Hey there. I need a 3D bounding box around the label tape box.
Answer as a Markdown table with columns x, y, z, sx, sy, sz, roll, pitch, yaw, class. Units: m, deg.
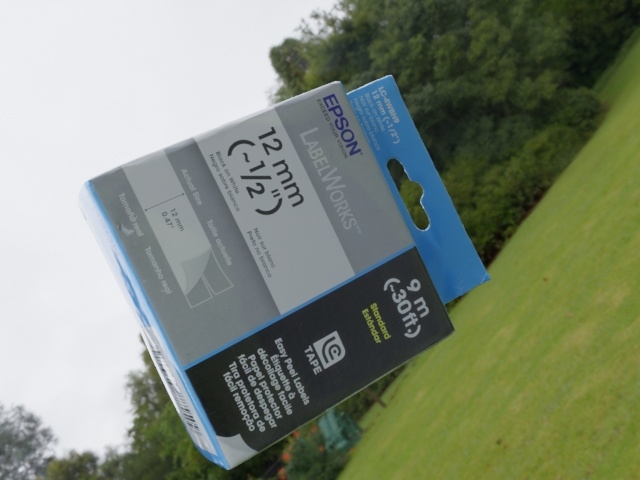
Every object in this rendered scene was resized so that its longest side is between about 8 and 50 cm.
| x | y | z | sx | sy | sz | roll | pitch | yaw | class |
| --- | --- | --- | --- | --- | --- | --- | --- | --- | --- |
| 0.000 | 0.000 | 0.636 | 0.348 | 0.249 | 0.115 | -26 | 3 | -21 | label tape box |
